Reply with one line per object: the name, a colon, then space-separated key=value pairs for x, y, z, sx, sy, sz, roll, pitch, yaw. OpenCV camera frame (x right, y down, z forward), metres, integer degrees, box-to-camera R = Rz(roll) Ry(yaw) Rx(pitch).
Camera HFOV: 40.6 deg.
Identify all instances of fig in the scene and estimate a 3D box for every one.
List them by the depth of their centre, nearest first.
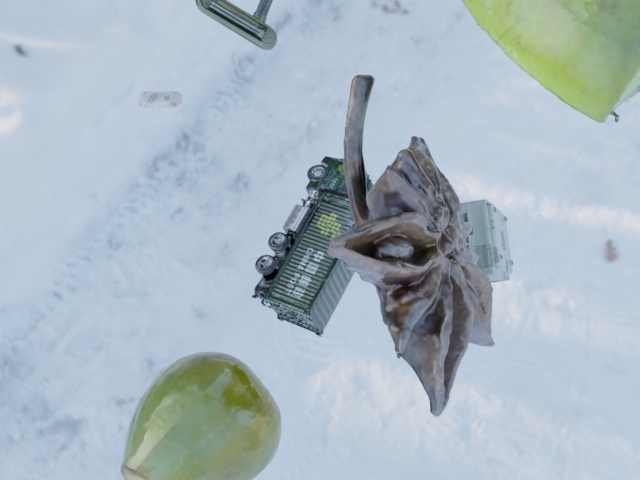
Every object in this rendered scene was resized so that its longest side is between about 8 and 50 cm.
fig: x=-0.176 y=0.277 z=1.246 sx=0.230 sy=0.207 sz=0.207 roll=-40 pitch=64 yaw=-14

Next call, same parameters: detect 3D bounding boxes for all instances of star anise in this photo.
star anise: x=0.100 y=0.008 z=0.958 sx=0.109 sy=0.349 sz=0.292 roll=-22 pitch=26 yaw=24

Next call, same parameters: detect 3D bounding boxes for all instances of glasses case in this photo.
glasses case: x=-0.302 y=-0.266 z=1.633 sx=0.083 sy=0.032 sz=0.021 roll=-1 pitch=9 yaw=-8

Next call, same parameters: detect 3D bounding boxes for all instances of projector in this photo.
projector: x=0.245 y=0.005 z=1.283 sx=0.061 sy=0.147 sz=0.115 roll=-8 pitch=82 yaw=20

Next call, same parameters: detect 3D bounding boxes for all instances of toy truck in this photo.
toy truck: x=0.000 y=0.000 z=1.302 sx=0.121 sy=0.088 sz=0.259 roll=19 pitch=67 yaw=25

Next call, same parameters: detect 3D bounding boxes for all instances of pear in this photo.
pear: x=0.258 y=-0.259 z=0.839 sx=0.239 sy=0.139 sz=0.288 roll=35 pitch=42 yaw=22

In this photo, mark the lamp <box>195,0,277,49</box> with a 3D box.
lamp: x=-0.132 y=-0.582 z=1.853 sx=0.203 sy=0.283 sz=0.124 roll=17 pitch=33 yaw=-27
